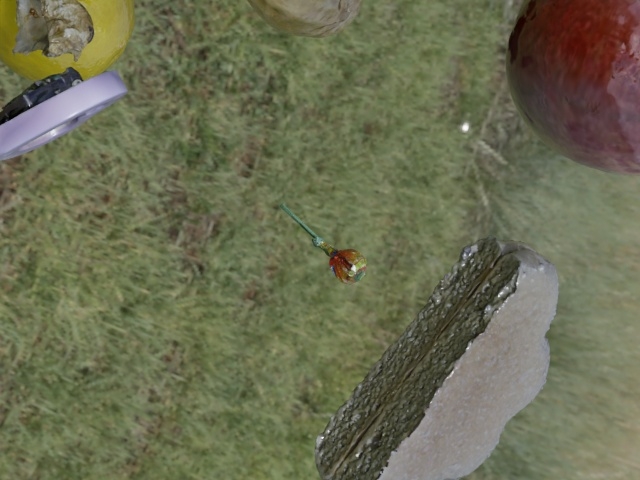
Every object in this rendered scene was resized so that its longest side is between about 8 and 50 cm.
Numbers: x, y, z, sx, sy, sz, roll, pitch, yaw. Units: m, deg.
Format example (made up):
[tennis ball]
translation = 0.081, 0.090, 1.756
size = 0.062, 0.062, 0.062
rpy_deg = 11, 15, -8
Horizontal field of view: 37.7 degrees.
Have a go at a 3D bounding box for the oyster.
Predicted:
[oyster]
translation = -0.473, -0.386, 1.635
size = 0.107, 0.232, 0.162
rpy_deg = -23, 134, -29

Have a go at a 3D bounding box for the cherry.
[cherry]
translation = 0.306, -0.159, 0.935
size = 0.206, 0.239, 0.239
rpy_deg = -34, 148, 5

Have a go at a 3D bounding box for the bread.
[bread]
translation = 0.145, 0.158, 1.012
size = 0.337, 0.102, 0.183
rpy_deg = -52, 135, 5

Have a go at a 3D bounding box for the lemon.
[lemon]
translation = -0.554, -0.490, 1.980
size = 0.348, 0.347, 0.348
rpy_deg = -37, 135, -48

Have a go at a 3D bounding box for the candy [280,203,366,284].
[candy]
translation = 0.000, 0.000, 1.578
size = 0.060, 0.201, 0.060
rpy_deg = -39, 155, -22

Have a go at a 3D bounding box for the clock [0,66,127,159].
[clock]
translation = -0.343, -0.159, 1.154
size = 0.172, 0.198, 0.064
rpy_deg = -36, 101, -44

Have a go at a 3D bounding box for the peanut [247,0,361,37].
[peanut]
translation = -0.072, -0.425, 1.422
size = 0.169, 0.192, 0.387
rpy_deg = -38, 145, 24
